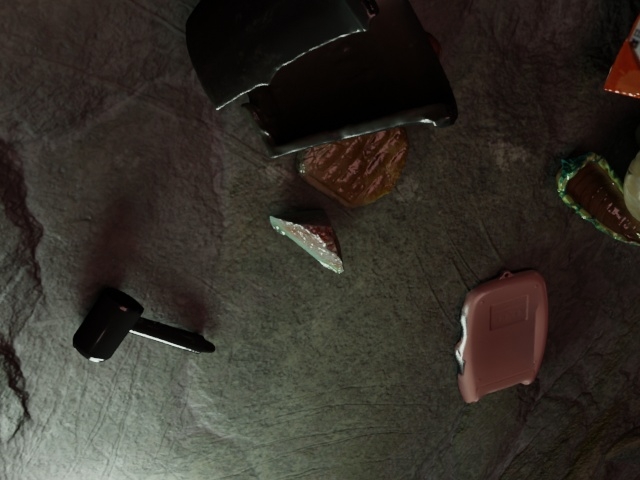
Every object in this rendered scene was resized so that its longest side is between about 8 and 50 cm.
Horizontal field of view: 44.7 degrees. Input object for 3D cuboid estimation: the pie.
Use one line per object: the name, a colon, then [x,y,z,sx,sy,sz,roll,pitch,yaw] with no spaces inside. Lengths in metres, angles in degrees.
pie: [0.058,-0.143,1.277,0.195,0.046,0.195,-11,125,-16]

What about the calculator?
calculator: [0.383,0.202,1.636,0.220,0.048,0.330,-14,122,-14]

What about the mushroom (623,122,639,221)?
mushroom: [0.659,-0.145,1.437,0.243,0.243,0.243,-11,124,-18]

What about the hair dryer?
hair dryer: [-0.286,0.164,1.314,0.248,0.070,0.114,26,106,-43]

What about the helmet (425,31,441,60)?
helmet: [0.156,-0.291,1.226,0.084,0.049,0.065,-13,125,-17]

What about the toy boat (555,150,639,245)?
toy boat: [0.553,-0.074,1.512,0.293,0.099,0.108,36,102,-28]

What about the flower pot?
flower pot: [-0.015,-0.271,1.028,0.251,0.379,0.379,-29,130,21]

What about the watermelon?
watermelon: [-0.003,-0.004,1.316,0.081,0.094,0.180,-46,142,4]

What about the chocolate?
chocolate: [0.609,-0.346,1.305,0.237,0.108,0.235,-15,134,-47]
